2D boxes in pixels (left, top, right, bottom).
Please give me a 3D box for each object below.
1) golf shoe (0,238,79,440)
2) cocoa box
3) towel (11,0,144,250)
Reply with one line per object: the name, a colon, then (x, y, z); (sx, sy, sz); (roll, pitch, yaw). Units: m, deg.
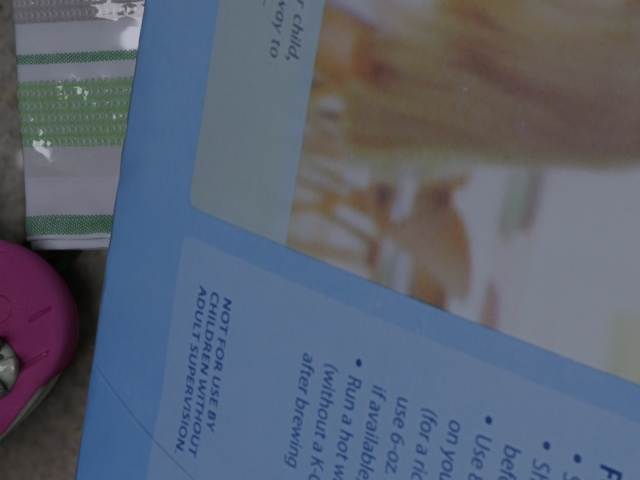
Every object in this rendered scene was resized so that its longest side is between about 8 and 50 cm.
golf shoe: (-0.234, 0.093, 0.692); (0.306, 0.140, 0.115); (-30, 83, 4)
cocoa box: (0.108, -0.055, 0.413); (0.231, 0.228, 0.347); (21, 107, 42)
towel: (-0.078, -0.071, 0.640); (0.113, 0.023, 0.152); (-1, 97, 24)
